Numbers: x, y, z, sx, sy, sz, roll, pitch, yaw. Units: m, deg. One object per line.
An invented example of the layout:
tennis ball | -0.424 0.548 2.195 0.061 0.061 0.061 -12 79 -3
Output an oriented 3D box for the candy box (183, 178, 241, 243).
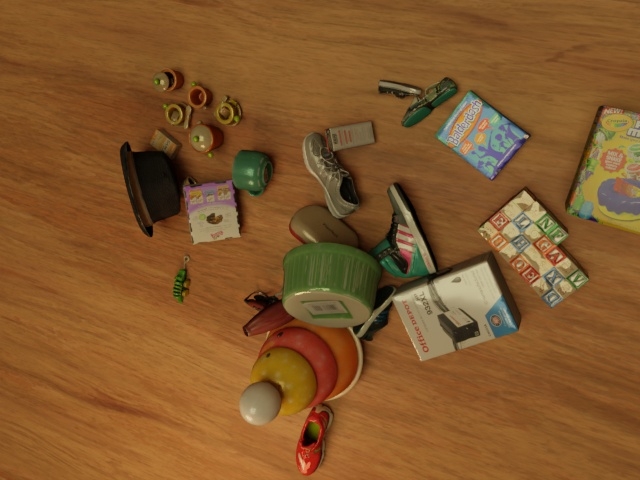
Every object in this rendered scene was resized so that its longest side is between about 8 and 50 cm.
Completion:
candy box | -0.363 -0.098 1.987 0.165 0.070 0.196 -9 101 -14

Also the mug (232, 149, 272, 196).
mug | -0.209 -0.220 1.921 0.097 0.158 0.129 9 81 18

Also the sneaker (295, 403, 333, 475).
sneaker | -0.042 0.701 2.054 0.107 0.118 0.279 17 108 19

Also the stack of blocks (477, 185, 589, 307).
stack of blocks | 0.607 0.016 1.652 0.297 0.087 0.171 48 114 6

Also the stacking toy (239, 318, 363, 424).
stacking toy | -0.094 0.411 1.811 0.351 0.480 0.350 5 103 21

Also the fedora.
fedora | -0.564 -0.183 2.020 0.153 0.334 0.334 -14 98 -8

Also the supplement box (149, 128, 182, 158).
supplement box | -0.540 -0.336 2.067 0.098 0.036 0.062 38 113 10

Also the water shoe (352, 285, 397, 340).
water shoe | 0.186 0.231 1.893 0.080 0.073 0.203 32 104 -30

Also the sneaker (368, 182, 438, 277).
sneaker | 0.218 -0.011 1.792 0.178 0.124 0.295 -22 94 15

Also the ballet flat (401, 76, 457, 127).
ballet flat | 0.305 -0.399 1.704 0.188 0.070 0.070 -33 89 23

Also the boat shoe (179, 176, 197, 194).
boat shoe | -0.415 -0.152 2.044 0.170 0.063 0.059 43 120 9

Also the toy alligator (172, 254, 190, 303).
toy alligator | -0.509 0.146 2.156 0.056 0.051 0.189 17 108 17

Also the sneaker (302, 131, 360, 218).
sneaker | 0.047 -0.208 1.807 0.115 0.105 0.281 -12 110 54

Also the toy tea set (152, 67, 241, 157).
toy tea set | -0.434 -0.429 1.955 0.336 0.124 0.200 34 112 12

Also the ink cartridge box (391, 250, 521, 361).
ink cartridge box | 0.400 0.197 1.754 0.307 0.129 0.223 -24 93 25

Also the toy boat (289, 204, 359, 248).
toy boat | 0.000 0.000 1.885 0.231 0.151 0.151 42 143 9

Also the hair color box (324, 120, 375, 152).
hair color box | 0.087 -0.310 1.767 0.043 0.141 0.072 7 109 66

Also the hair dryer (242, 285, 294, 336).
hair dryer | -0.168 0.230 1.913 0.224 0.293 0.080 -17 103 21

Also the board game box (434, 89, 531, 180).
board game box | 0.453 -0.294 1.667 0.210 0.047 0.160 40 113 10

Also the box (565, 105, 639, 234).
box | 0.804 -0.168 1.483 0.290 0.177 0.279 18 107 18

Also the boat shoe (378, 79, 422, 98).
boat shoe | 0.230 -0.435 1.722 0.142 0.049 0.040 23 120 33

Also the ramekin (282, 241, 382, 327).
ramekin | 0.027 0.145 1.774 0.303 0.303 0.148 -6 57 23
